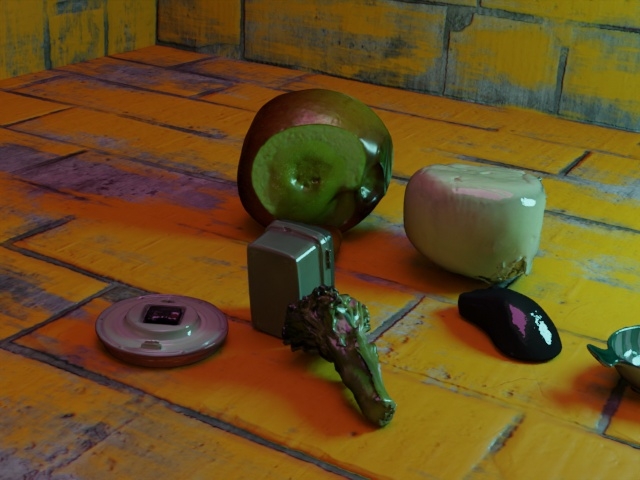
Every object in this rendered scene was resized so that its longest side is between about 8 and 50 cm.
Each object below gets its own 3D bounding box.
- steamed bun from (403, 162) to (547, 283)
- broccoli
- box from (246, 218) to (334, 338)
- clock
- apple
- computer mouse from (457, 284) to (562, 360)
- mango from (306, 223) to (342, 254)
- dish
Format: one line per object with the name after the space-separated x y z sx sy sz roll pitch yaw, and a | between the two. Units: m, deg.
0.334 -0.038 2.204 0.312 0.233 0.334 7 13 14 | steamed bun
0.045 0.204 1.722 0.165 0.145 0.304 35 11 -39 | broccoli
-0.054 0.076 1.894 0.148 0.210 0.129 15 32 29 | box
-0.292 0.159 1.850 0.244 0.056 0.244 3 21 -1 | clock
-0.009 -0.173 2.397 0.374 0.374 0.384 12 53 19 | apple
0.377 0.143 1.962 0.147 0.088 0.264 -4 20 -24 | computer mouse
0.000 0.000 2.260 0.103 0.076 0.161 15 16 19 | mango
0.593 0.228 1.784 0.246 0.078 0.224 -1 22 -14 | dish
